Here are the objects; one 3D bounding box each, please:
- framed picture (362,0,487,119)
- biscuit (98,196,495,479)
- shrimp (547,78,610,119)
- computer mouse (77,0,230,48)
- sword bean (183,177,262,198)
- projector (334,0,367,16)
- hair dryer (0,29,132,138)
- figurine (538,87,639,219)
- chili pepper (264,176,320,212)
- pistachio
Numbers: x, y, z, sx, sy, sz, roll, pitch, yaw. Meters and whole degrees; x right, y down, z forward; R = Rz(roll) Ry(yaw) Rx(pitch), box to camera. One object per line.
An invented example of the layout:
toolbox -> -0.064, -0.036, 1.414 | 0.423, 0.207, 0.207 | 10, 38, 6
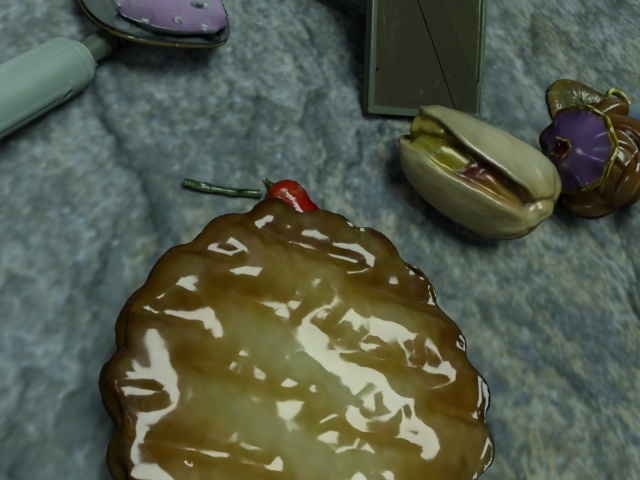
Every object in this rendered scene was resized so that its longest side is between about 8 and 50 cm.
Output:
framed picture -> 0.137, -0.283, 0.820 | 0.188, 0.023, 0.260 | -4, 99, -31
biscuit -> -0.014, 0.126, 0.535 | 0.325, 0.107, 0.326 | 12, 57, -19
shrimp -> 0.425, -0.183, 1.006 | 0.178, 0.034, 0.124 | 21, 58, -16
computer mouse -> -0.196, -0.322, 0.709 | 0.158, 0.072, 0.311 | -6, 65, -34
sword bean -> -0.096, -0.051, 0.649 | 0.083, 0.012, 0.012 | 7, 60, -27
projector -> -0.006, -0.422, 0.859 | 0.256, 0.099, 0.192 | 20, 56, -18
hair dryer -> -0.282, -0.118, 0.546 | 0.173, 0.107, 0.357 | 40, 42, -4
figurine -> 0.402, -0.115, 0.883 | 0.263, 0.142, 0.190 | -15, 74, -37
chili pepper -> 0.000, 0.000, 0.663 | 0.045, 0.027, 0.178 | -31, 83, -39
pistachio -> 0.178, -0.076, 0.760 | 0.200, 0.117, 0.145 | 25, 15, -6
